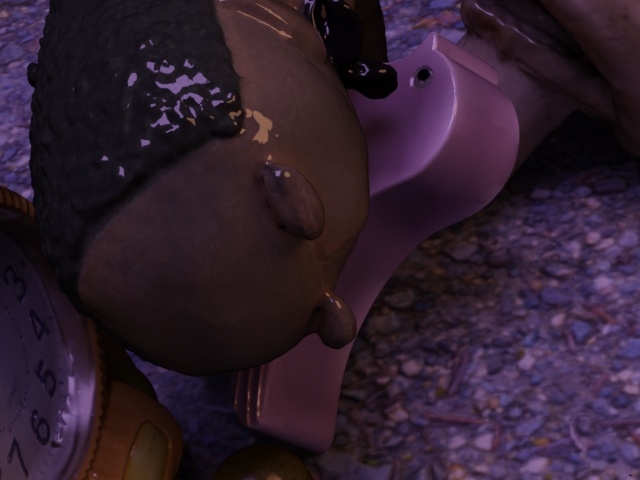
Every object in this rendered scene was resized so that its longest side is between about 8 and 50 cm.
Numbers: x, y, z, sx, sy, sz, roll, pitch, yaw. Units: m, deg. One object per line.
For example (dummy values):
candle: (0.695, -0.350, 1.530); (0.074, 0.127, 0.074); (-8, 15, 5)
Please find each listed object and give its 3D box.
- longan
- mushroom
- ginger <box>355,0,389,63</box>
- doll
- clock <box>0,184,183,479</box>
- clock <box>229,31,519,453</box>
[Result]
longan: (-0.035, 0.177, 1.114); (0.075, 0.075, 0.083); (-42, 89, -23)
mushroom: (0.169, -0.157, 1.255); (0.290, 0.292, 0.292); (-39, 44, 2)
ginger: (-0.002, -0.206, 1.361); (0.116, 0.263, 0.109); (-27, 60, -9)
doll: (-0.072, -0.086, 1.081); (0.247, 0.247, 0.349); (-19, 45, 0)
clock: (-0.230, 0.113, 1.061); (0.200, 0.317, 0.244); (-11, 43, 18)
clock: (0.000, 0.000, 1.177); (0.275, 0.080, 0.290); (-9, 68, 39)
